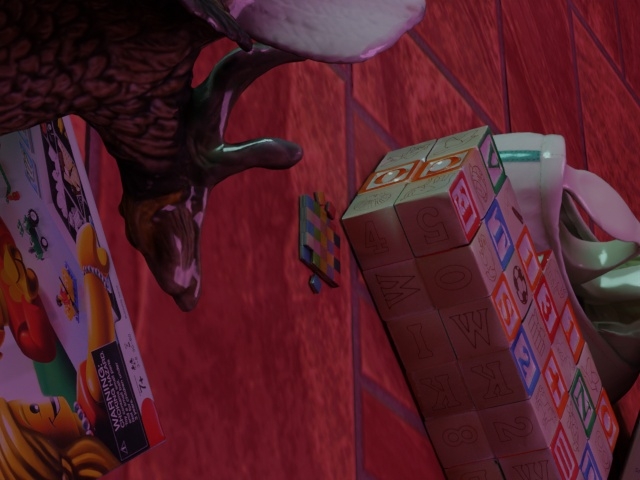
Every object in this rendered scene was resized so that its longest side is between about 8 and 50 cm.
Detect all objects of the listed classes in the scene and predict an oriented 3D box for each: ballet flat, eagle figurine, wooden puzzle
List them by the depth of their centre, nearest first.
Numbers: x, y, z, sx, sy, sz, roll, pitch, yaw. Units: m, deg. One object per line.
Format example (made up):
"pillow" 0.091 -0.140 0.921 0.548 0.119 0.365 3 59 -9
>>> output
"eagle figurine" -0.122 -0.100 0.638 0.298 0.226 0.225 53 54 -47
"wooden puzzle" 0.000 0.000 1.187 0.049 0.006 0.083 42 40 -51
"ballet flat" 0.233 0.033 1.526 0.400 0.139 0.139 47 37 -48

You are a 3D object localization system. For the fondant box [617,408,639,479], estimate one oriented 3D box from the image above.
"fondant box" 0.353 0.117 1.586 0.238 0.096 0.330 -53 157 -61

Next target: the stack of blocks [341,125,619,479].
"stack of blocks" 0.130 0.070 1.331 0.297 0.087 0.171 67 25 -18

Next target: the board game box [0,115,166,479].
"board game box" -0.174 -0.026 0.764 0.193 0.053 0.305 -24 98 -65
